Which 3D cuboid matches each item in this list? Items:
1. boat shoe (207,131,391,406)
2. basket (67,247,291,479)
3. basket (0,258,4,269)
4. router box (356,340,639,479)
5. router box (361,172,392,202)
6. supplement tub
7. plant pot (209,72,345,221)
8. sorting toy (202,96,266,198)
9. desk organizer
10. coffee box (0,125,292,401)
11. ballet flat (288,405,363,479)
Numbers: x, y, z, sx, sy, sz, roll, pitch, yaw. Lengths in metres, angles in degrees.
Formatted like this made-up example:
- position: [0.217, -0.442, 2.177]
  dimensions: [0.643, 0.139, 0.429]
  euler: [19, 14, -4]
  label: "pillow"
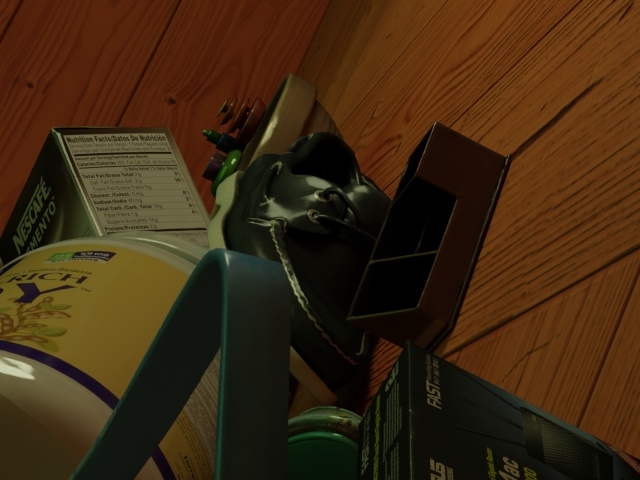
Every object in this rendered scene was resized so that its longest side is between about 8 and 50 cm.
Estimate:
- position: [0.002, 0.003, 1.282]
  dimensions: [0.113, 0.127, 0.340]
  euler: [-36, 13, 7]
  label: "boat shoe"
- position: [-0.066, 0.177, 0.644]
  dimensions: [0.255, 0.201, 0.289]
  euler: [121, 158, -46]
  label: "basket"
- position: [-0.302, 0.226, 1.922]
  dimensions: [0.266, 0.328, 0.331]
  euler: [122, 172, -70]
  label: "basket"
- position: [0.058, 0.085, 0.571]
  dimensions: [0.038, 0.092, 0.122]
  euler: [-61, 7, 16]
  label: "router box"
- position: [0.001, 0.006, 1.523]
  dimensions: [0.133, 0.046, 0.179]
  euler: [-58, 9, 4]
  label: "router box"
- position: [-0.159, 0.135, 1.180]
  dimensions: [0.241, 0.241, 0.331]
  euler: [-61, -4, 21]
  label: "supplement tub"
- position: [-0.036, -0.024, 1.706]
  dimensions: [0.237, 0.110, 0.237]
  euler: [-61, 7, 12]
  label: "plant pot"
- position: [-0.088, -0.091, 1.716]
  dimensions: [0.102, 0.042, 0.061]
  euler: [-64, 6, -3]
  label: "sorting toy"
- position: [0.063, -0.001, 1.076]
  dimensions: [0.047, 0.050, 0.130]
  euler: [-55, 11, 55]
  label: "desk organizer"
- position: [-0.156, 0.065, 1.579]
  dimensions: [0.168, 0.119, 0.297]
  euler: [-59, 47, 41]
  label: "coffee box"
- position: [-0.005, 0.128, 1.054]
  dimensions: [0.188, 0.070, 0.070]
  euler: [-52, 13, 53]
  label: "ballet flat"
